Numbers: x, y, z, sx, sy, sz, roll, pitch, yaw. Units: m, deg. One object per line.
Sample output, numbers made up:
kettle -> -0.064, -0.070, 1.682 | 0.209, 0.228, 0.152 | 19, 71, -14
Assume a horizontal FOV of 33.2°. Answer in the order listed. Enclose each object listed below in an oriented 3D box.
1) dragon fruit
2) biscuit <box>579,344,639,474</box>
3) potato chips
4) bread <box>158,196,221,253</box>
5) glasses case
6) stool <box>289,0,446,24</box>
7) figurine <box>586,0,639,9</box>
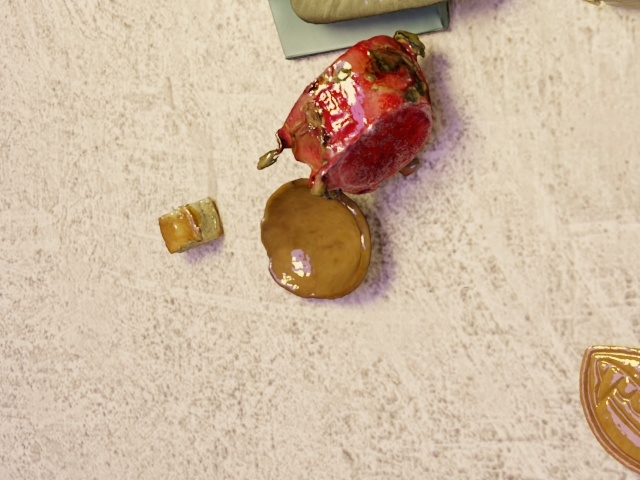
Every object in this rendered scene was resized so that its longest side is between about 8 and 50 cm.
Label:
dragon fruit -> 0.055, -0.149, 1.455 | 0.282, 0.211, 0.147 | -42, 77, 3
biscuit -> 0.410, 0.219, 1.345 | 0.221, 0.029, 0.142 | 48, 114, 22
potato chips -> 0.001, -0.001, 1.568 | 0.195, 0.062, 0.208 | 40, 131, 20
bread -> -0.205, -0.023, 1.703 | 0.083, 0.076, 0.070 | -20, 92, 31
glasses case -> 0.057, -0.334, 1.550 | 0.266, 0.056, 0.105 | -5, 113, 32
stool -> 0.043, -0.470, 1.396 | 0.310, 0.226, 0.310 | -4, 77, 34
figurine -> 0.397, -0.402, 1.289 | 0.155, 0.127, 0.235 | 13, 97, 51
